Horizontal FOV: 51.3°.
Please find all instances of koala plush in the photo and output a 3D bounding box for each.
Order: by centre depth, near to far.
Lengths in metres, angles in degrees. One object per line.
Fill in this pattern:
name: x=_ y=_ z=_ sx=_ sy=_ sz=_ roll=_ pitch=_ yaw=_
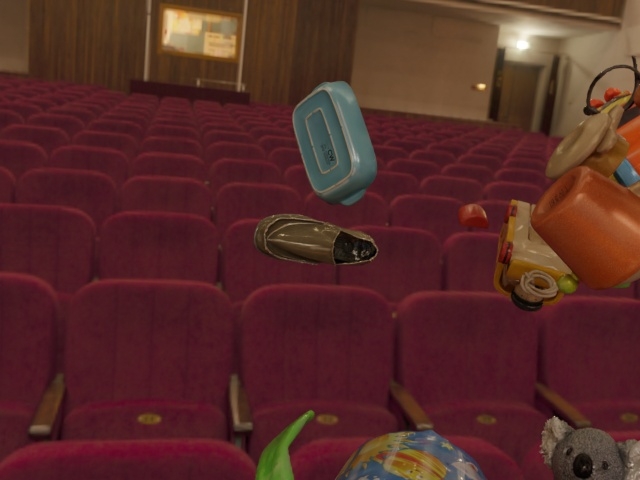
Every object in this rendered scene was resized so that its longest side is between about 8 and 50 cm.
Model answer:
koala plush: x=0.398 y=0.388 z=1.018 sx=0.196 sy=0.221 sz=0.203 roll=4 pitch=-29 yaw=33

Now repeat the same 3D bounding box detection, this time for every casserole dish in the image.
casserole dish: x=0.012 y=-0.139 z=0.945 sx=0.037 sy=0.188 sz=0.114 roll=-2 pitch=-20 yaw=-47

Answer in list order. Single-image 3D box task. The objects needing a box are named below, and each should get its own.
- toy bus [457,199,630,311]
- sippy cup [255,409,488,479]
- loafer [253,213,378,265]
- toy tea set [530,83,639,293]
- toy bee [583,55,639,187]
toy bus: x=0.273 y=0.034 z=0.854 sx=0.202 sy=0.104 sz=0.191 roll=-11 pitch=39 yaw=-26
sippy cup: x=0.081 y=0.307 z=0.644 sx=0.240 sy=0.305 sz=0.224 roll=-7 pitch=13 yaw=16
loafer: x=0.000 y=0.000 z=1.257 sx=0.251 sy=0.094 sz=0.087 roll=5 pitch=-1 yaw=-21
toy tea set: x=0.328 y=-0.078 z=0.572 sx=0.124 sy=0.200 sz=0.336 roll=38 pitch=-35 yaw=-4
toy bee: x=0.426 y=-0.136 z=0.874 sx=0.196 sy=0.298 sz=0.162 roll=-15 pitch=33 yaw=8
